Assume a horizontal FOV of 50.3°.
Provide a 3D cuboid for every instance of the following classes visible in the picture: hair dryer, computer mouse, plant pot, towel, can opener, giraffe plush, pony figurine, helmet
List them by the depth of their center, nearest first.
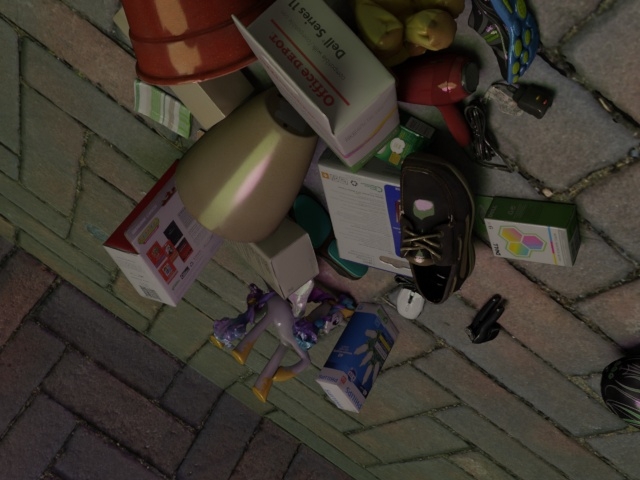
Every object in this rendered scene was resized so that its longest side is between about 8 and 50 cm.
[{"bbox_3d":[0.110,-0.321,1.017,0.210,0.181,0.170,13,165,17],"label":"giraffe plush"},{"bbox_3d":[-0.213,-0.426,1.066,0.272,0.272,0.265,11,136,32],"label":"plant pot"},{"bbox_3d":[0.213,-0.212,1.137,0.293,0.080,0.223,29,149,6],"label":"hair dryer"},{"bbox_3d":[-0.120,-0.173,1.377,0.256,0.256,0.274,38,134,-9],"label":"plant pot"},{"bbox_3d":[0.677,0.312,1.391,0.169,0.169,0.161,40,165,-12],"label":"helmet"},{"bbox_3d":[0.386,0.185,1.593,0.186,0.073,0.059,95,152,-53],"label":"can opener"},{"bbox_3d":[-0.370,-0.306,1.595,0.152,0.023,0.113,30,150,3],"label":"towel"},{"bbox_3d":[0.225,0.150,1.689,0.106,0.042,0.193,22,148,15],"label":"computer mouse"},{"bbox_3d":[-0.106,0.191,1.821,0.351,0.363,0.303,51,156,-1],"label":"pony figurine"}]

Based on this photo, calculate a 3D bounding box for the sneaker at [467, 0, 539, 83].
[{"bbox_3d":[0.259,-0.312,0.982,0.078,0.067,0.188,29,159,50],"label":"sneaker"}]

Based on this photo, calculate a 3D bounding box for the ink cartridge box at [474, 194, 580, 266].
[{"bbox_3d":[0.373,-0.020,1.286,0.209,0.062,0.109,10,144,34],"label":"ink cartridge box"}]

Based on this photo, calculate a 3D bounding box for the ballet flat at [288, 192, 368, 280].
[{"bbox_3d":[0.000,0.000,1.634,0.280,0.095,0.096,48,155,-24],"label":"ballet flat"}]

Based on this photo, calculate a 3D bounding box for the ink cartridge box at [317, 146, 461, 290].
[{"bbox_3d":[0.161,-0.042,1.448,0.303,0.072,0.307,15,147,24],"label":"ink cartridge box"}]

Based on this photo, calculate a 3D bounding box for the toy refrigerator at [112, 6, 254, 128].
[{"bbox_3d":[-0.263,-0.358,1.321,0.269,0.102,0.094,49,146,-18],"label":"toy refrigerator"}]

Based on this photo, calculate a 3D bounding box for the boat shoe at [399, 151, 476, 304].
[{"bbox_3d":[0.215,-0.007,1.266,0.132,0.130,0.355,8,142,30],"label":"boat shoe"}]

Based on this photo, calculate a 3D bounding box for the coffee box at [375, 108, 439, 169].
[{"bbox_3d":[0.119,-0.204,1.275,0.184,0.040,0.113,28,148,7],"label":"coffee box"}]

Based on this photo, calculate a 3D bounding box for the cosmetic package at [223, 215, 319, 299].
[{"bbox_3d":[-0.150,-0.022,1.610,0.309,0.113,0.160,40,159,33],"label":"cosmetic package"}]

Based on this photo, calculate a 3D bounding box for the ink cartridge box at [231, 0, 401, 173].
[{"bbox_3d":[0.010,-0.240,1.018,0.207,0.119,0.353,49,-177,8],"label":"ink cartridge box"}]

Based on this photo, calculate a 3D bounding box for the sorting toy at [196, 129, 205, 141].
[{"bbox_3d":[-0.266,-0.225,1.626,0.062,0.012,0.083,25,146,3],"label":"sorting toy"}]

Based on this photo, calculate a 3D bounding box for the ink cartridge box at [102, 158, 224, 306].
[{"bbox_3d":[-0.373,-0.046,1.692,0.130,0.309,0.272,13,144,30],"label":"ink cartridge box"}]

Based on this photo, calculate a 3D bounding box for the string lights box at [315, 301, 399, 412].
[{"bbox_3d":[0.102,0.308,1.815,0.077,0.260,0.133,2,139,41],"label":"string lights box"}]
